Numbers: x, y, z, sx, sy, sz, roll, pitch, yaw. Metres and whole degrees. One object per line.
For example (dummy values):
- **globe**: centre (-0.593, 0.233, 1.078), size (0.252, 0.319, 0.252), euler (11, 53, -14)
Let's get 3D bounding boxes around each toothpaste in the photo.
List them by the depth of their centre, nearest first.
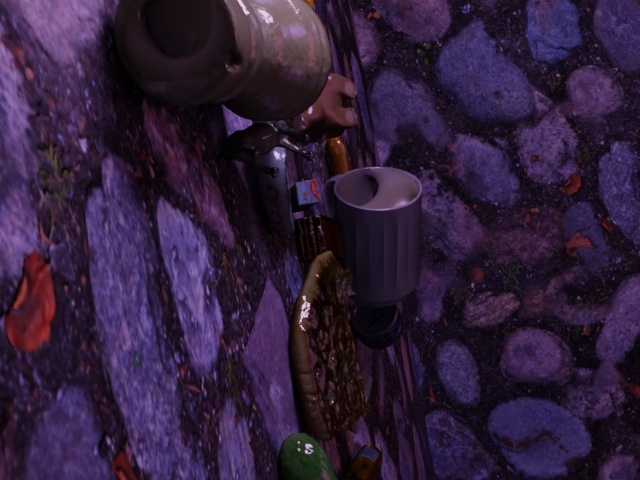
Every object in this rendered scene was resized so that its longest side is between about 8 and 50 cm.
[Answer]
- **toothpaste**: centre (-0.045, -0.103, 1.716), size (0.193, 0.044, 0.070), euler (161, -82, -80)

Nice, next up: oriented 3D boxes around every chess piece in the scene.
- **chess piece**: centre (-0.134, -0.294, 1.215), size (0.442, 0.234, 0.234), euler (-37, 116, -74)

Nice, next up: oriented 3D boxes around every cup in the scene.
- **cup**: centre (0.125, -0.021, 2.170), size (0.237, 0.323, 0.327), euler (-28, 132, -32)

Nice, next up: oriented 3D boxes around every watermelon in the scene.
- **watermelon**: centre (0.044, 0.351, 1.862), size (0.241, 0.094, 0.154), euler (60, 32, -55)

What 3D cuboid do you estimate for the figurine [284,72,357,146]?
- **figurine**: centre (-0.034, -0.308, 1.850), size (0.247, 0.173, 0.177), euler (-23, 101, -46)

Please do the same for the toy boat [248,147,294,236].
- **toy boat**: centre (-0.097, -0.103, 1.598), size (0.207, 0.079, 0.134), euler (83, 3, -50)

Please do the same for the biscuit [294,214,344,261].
- **biscuit**: centre (0.000, 0.000, 1.943), size (0.252, 0.070, 0.106), euler (11, 70, -78)

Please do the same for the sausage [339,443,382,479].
- **sausage**: centre (0.106, 0.565, 1.964), size (0.371, 0.082, 0.082), euler (6, 75, -79)

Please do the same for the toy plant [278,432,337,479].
- **toy plant**: centre (0.041, 0.542, 1.367), size (0.356, 0.210, 0.317), euler (59, 22, -28)

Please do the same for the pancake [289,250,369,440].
- **pancake**: centre (0.016, 0.221, 1.722), size (0.305, 0.067, 0.427), euler (28, 51, -60)

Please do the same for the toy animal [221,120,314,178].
- **toy animal**: centre (-0.110, -0.185, 1.454), size (0.217, 0.176, 0.073), euler (-27, 130, -46)

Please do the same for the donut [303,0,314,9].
- **donut**: centre (-0.048, -0.728, 2.405), size (0.097, 0.043, 0.108), euler (67, 22, -46)

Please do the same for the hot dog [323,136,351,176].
- **hot dog**: centre (0.060, -0.210, 2.417), size (0.100, 0.068, 0.249), euler (-101, 177, -59)

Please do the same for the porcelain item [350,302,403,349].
- **porcelain item**: centre (0.168, 0.239, 2.353), size (0.114, 0.147, 0.147), euler (63, 21, -54)
